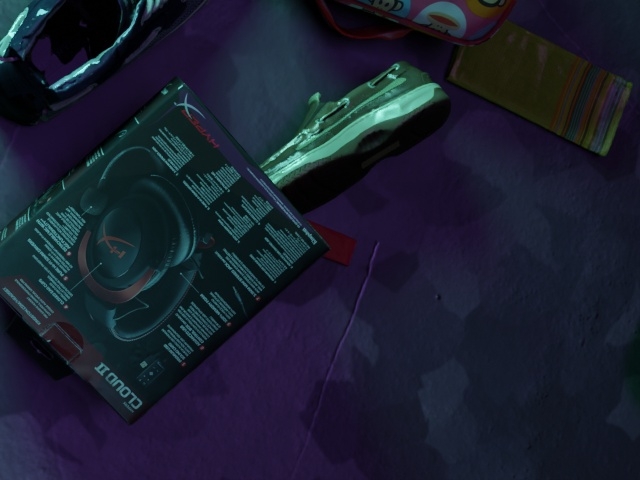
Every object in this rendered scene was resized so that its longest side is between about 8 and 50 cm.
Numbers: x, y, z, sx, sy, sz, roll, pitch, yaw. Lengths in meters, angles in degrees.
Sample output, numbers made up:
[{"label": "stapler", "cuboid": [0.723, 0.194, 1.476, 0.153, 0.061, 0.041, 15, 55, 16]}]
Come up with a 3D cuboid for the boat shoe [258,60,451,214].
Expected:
[{"label": "boat shoe", "cuboid": [0.012, -0.112, 1.345, 0.257, 0.095, 0.095, -29, 65, -14]}]

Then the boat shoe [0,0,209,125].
[{"label": "boat shoe", "cuboid": [-0.180, -0.245, 1.212, 0.127, 0.158, 0.340, 46, 73, -17]}]

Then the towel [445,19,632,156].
[{"label": "towel", "cuboid": [0.265, -0.190, 1.478, 0.237, 0.021, 0.102, 23, 80, -21]}]

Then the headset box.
[{"label": "headset box", "cuboid": [-0.175, 0.018, 1.208, 0.293, 0.110, 0.218, -42, 105, 0]}]

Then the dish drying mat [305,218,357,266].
[{"label": "dish drying mat", "cuboid": [0.000, 0.000, 1.369, 0.083, 0.008, 0.032, 22, 82, -22]}]

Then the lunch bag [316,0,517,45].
[{"label": "lunch bag", "cuboid": [0.091, -0.332, 1.322, 0.293, 0.120, 0.258, 19, 113, -22]}]
